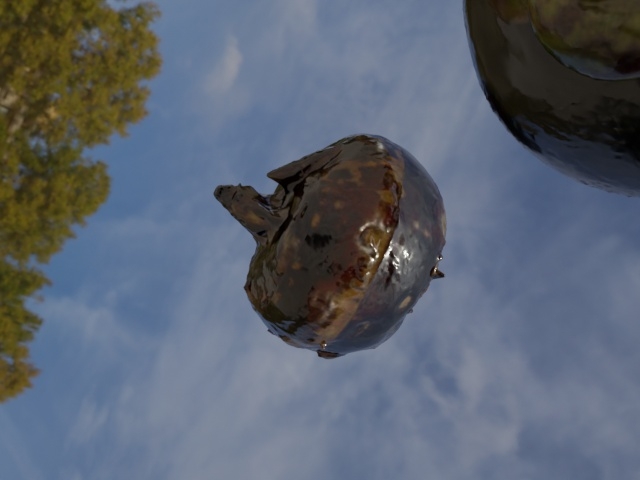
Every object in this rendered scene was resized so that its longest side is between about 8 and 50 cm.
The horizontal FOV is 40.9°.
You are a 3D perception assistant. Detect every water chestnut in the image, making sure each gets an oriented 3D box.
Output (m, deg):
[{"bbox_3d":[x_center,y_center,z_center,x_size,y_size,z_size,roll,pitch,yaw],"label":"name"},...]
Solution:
[{"bbox_3d":[0.000,0.000,1.065,0.300,0.300,0.300,-27,-129,40],"label":"water chestnut"}]

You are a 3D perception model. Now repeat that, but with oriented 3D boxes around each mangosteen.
[{"bbox_3d":[0.246,-0.170,0.567,0.313,0.297,0.296,-158,-88,-82],"label":"mangosteen"}]
